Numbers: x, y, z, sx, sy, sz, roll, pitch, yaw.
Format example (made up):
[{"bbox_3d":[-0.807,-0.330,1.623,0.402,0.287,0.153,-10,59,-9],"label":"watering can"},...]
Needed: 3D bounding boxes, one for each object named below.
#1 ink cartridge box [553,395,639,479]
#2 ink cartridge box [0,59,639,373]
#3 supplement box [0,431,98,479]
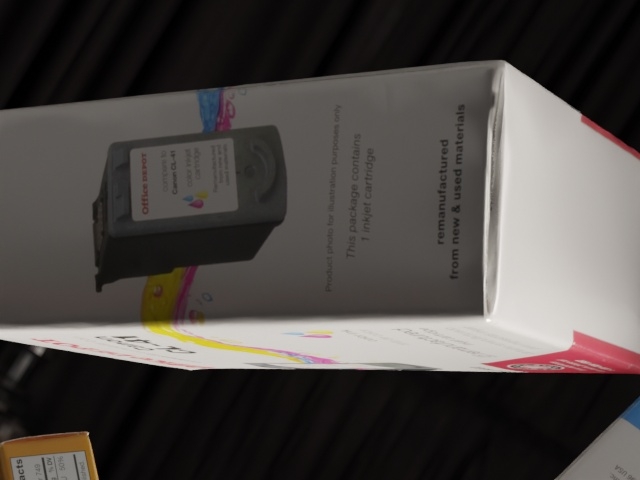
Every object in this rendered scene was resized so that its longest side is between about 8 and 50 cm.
[{"bbox_3d":[0.267,0.334,1.443,0.285,0.395,0.166,40,152,22],"label":"ink cartridge box"},{"bbox_3d":[0.000,0.000,0.962,0.306,0.131,0.226,-4,169,30],"label":"ink cartridge box"},{"bbox_3d":[-0.190,0.262,1.320,0.080,0.078,0.233,-1,-123,-20],"label":"supplement box"}]
